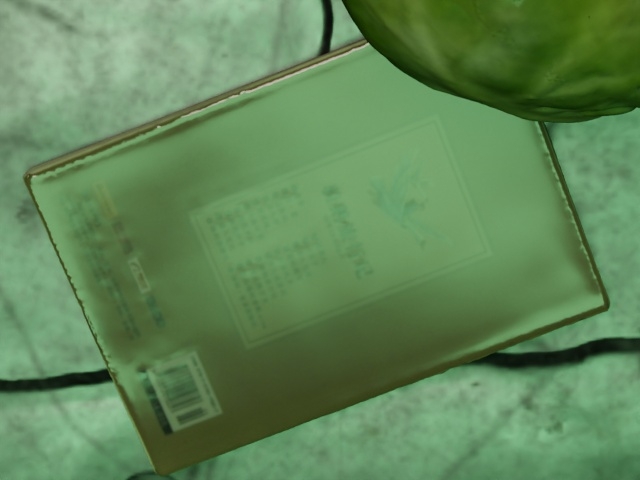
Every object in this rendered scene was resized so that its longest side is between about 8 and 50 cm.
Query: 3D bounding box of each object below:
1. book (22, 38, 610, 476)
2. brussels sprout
[{"bbox_3d":[0.000,0.000,1.108,0.310,0.021,0.217,-21,104,5],"label":"book"},{"bbox_3d":[0.115,-0.174,0.962,0.244,0.244,0.244,0,106,0],"label":"brussels sprout"}]
